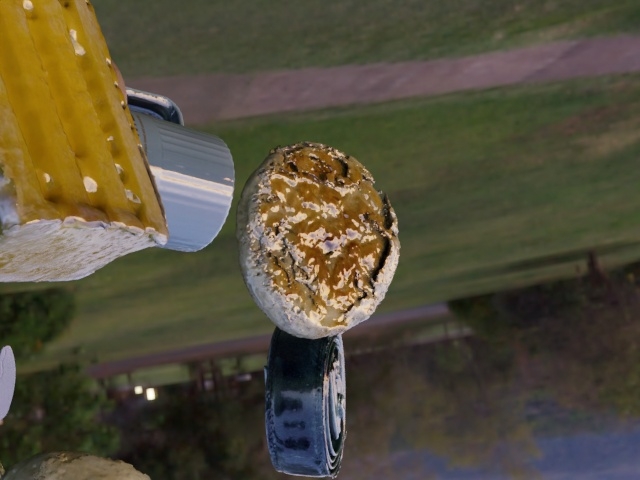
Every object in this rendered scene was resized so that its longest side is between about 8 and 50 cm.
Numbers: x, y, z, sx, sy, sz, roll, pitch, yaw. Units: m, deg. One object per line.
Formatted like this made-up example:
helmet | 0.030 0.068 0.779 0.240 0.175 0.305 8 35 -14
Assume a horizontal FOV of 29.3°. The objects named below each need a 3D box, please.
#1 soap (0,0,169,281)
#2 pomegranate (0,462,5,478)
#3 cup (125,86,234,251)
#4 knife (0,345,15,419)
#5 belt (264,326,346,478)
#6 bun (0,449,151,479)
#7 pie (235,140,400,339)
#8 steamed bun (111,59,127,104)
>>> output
soap | -0.299 -0.135 1.164 0.156 0.335 0.293 -23 172 13
pomegranate | -0.583 0.334 1.744 0.285 0.341 0.285 -5 -174 1
cup | -0.369 -0.134 2.379 0.311 0.257 0.331 13 -160 -36
knife | -0.544 0.286 2.018 0.058 0.244 0.032 17 -170 -44
belt | -0.022 0.244 1.823 0.116 0.268 0.206 1 -153 10
bun | -0.278 0.366 1.406 0.259 0.152 0.259 5 131 6
pie | 0.000 0.000 1.598 0.274 0.274 0.055 0 170 -40
steamed bun | -0.460 -0.178 1.874 0.301 0.199 0.251 -6 -165 8
